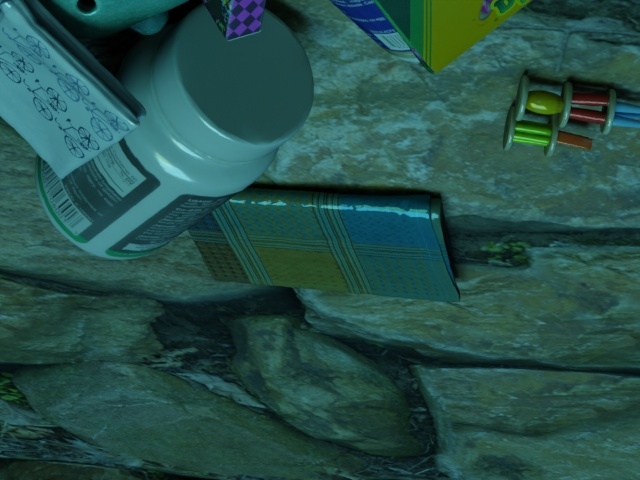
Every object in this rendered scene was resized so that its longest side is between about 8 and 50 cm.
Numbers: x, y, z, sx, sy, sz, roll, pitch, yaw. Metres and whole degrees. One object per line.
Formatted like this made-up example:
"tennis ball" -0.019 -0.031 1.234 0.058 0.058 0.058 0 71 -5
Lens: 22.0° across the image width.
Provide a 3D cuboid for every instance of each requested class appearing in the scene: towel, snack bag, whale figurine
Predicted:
"towel" 0.000 0.000 2.269 0.370 0.040 0.271 5 153 13
"snack bag" -0.342 -0.214 1.691 0.342 0.037 0.323 47 160 -11
"whale figurine" -0.174 -0.275 1.624 0.272 0.141 0.216 2 138 -1

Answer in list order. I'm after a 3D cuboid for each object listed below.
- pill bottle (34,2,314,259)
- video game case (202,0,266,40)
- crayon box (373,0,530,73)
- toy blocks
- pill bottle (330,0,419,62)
"pill bottle" -0.169 -0.123 1.876 0.204 0.204 0.361 22 152 -25
"video game case" -0.095 -0.324 1.418 0.041 0.210 0.232 -18 151 -21
"crayon box" 0.155 -0.290 1.405 0.278 0.081 0.165 -38 140 7
"toy blocks" 0.291 -0.133 1.878 0.148 0.054 0.123 9 154 -1
"pill bottle" 0.045 -0.291 1.522 0.153 0.153 0.264 -11 147 36
